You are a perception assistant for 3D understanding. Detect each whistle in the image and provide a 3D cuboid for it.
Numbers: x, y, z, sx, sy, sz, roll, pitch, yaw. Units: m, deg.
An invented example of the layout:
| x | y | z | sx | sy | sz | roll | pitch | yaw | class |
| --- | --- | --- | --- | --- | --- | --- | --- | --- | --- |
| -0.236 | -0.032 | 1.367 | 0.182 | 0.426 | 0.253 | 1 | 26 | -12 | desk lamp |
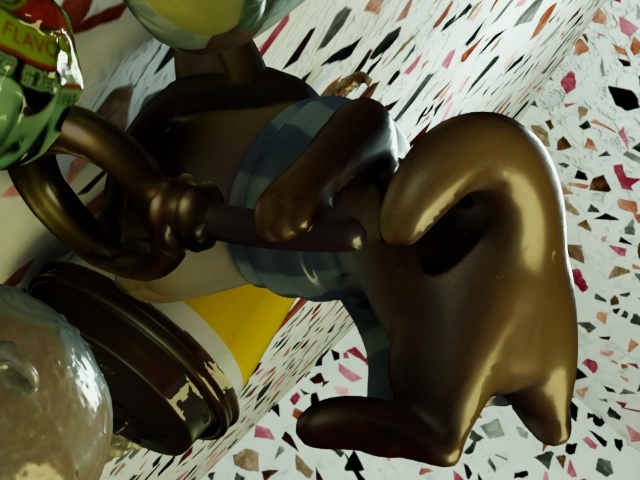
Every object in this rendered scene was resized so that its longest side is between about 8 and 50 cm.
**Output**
| x | y | z | sx | sy | sz | roll | pitch | yaw | class |
| --- | --- | --- | --- | --- | --- | --- | --- | --- | --- |
| -0.251 | 0.138 | 0.751 | 0.348 | 0.189 | 0.189 | -40 | 179 | 44 | whistle |

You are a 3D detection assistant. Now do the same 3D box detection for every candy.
| x | y | z | sx | sy | sz | roll | pitch | yaw | class |
| --- | --- | --- | --- | --- | --- | --- | --- | --- | --- |
| -0.206 | 0.012 | 0.528 | 0.091 | 0.083 | 0.305 | 23 | 102 | -35 | candy |

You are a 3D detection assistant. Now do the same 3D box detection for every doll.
| x | y | z | sx | sy | sz | roll | pitch | yaw | class |
| --- | --- | --- | --- | --- | --- | --- | --- | --- | --- |
| -0.002 | 0.004 | 0.716 | 0.209 | 0.340 | 0.318 | -53 | 145 | -9 | doll |

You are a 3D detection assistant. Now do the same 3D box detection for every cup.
| x | y | z | sx | sy | sz | roll | pitch | yaw | class |
| --- | --- | --- | --- | --- | --- | --- | --- | --- | --- |
| -0.098 | 0.024 | 0.931 | 0.279 | 0.196 | 0.196 | -52 | 173 | -27 | cup |

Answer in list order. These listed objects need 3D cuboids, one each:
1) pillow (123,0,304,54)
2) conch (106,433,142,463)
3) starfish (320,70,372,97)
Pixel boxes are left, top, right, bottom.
| x | y | z | sx | sy | sz | roll | pitch | yaw | class |
| --- | --- | --- | --- | --- | --- | --- | --- | --- | --- |
| -0.027 | -0.209 | 0.622 | 0.233 | 0.086 | 0.214 | -40 | 157 | -33 | pillow |
| -0.175 | 0.136 | 1.254 | 0.178 | 0.163 | 0.245 | 6 | -112 | 62 | conch |
| -0.032 | -0.085 | 1.155 | 0.238 | 0.057 | 0.213 | -44 | 162 | -32 | starfish |
